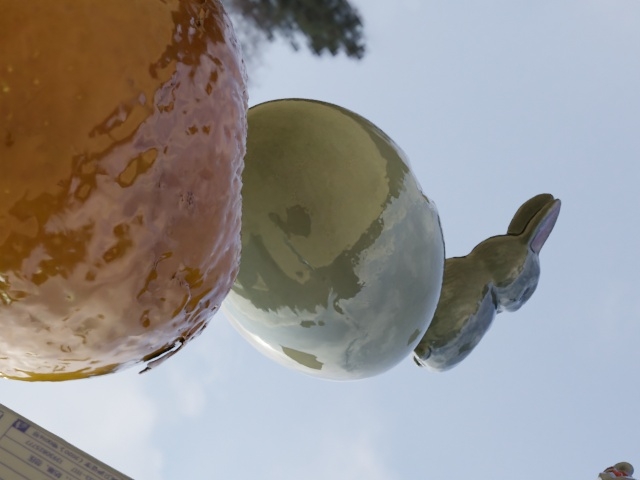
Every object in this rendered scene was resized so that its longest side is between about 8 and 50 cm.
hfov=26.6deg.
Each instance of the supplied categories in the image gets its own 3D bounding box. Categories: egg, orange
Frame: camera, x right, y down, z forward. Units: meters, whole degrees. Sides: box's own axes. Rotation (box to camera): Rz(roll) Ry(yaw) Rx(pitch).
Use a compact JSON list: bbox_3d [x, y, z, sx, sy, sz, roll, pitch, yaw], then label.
[{"bbox_3d":[0.000,0.000,1.215,0.219,0.269,0.219,-33,-163,11],"label":"egg"},{"bbox_3d":[-0.124,-0.040,0.643,0.193,0.219,0.219,-14,-154,-1],"label":"orange"}]

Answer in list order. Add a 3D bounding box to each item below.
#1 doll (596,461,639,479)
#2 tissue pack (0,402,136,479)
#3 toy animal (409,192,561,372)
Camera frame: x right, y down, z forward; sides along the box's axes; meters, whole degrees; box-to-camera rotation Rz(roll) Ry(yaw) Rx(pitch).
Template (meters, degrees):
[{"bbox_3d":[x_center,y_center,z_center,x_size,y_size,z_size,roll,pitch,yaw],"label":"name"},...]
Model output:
[{"bbox_3d":[0.342,0.292,1.518,0.079,0.094,0.180,-35,176,14],"label":"doll"},{"bbox_3d":[-0.260,0.217,0.930,0.209,0.270,0.137,-60,177,-37],"label":"tissue pack"},{"bbox_3d":[0.179,0.054,1.473,0.236,0.108,0.138,-29,-159,-2],"label":"toy animal"}]
